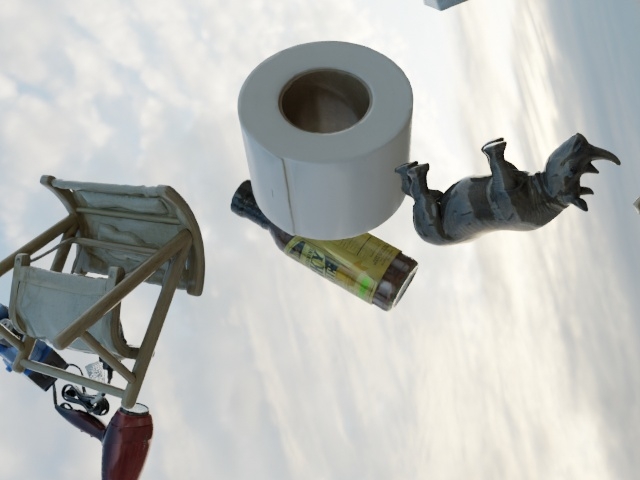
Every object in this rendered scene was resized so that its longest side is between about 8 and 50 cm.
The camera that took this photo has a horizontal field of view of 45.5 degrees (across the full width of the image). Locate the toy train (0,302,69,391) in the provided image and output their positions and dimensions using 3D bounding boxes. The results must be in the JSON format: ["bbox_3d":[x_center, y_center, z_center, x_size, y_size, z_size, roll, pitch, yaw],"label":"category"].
[{"bbox_3d":[-0.514,0.178,1.297,0.080,0.105,0.184,-53,-37,-25],"label":"toy train"}]

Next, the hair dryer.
[{"bbox_3d":[-0.368,0.327,1.322,0.080,0.223,0.294,5,-120,-44],"label":"hair dryer"}]

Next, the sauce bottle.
[{"bbox_3d":[0.000,0.000,1.336,0.111,0.344,0.111,-53,-18,-25],"label":"sauce bottle"}]

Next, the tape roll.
[{"bbox_3d":[0.011,-0.145,1.102,0.169,0.245,0.246,84,-170,-54],"label":"tape roll"}]

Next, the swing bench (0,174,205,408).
[{"bbox_3d":[-0.312,0.055,1.025,0.255,0.253,0.165,-61,-40,-28],"label":"swing bench"}]

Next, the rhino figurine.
[{"bbox_3d":[0.200,-0.056,0.827,0.073,0.243,0.106,-36,-70,-58],"label":"rhino figurine"}]

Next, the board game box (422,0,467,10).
[{"bbox_3d":[0.253,-0.452,0.961,0.097,0.303,0.224,-108,-2,-66],"label":"board game box"}]

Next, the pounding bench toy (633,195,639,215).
[{"bbox_3d":[0.322,-0.035,0.647,0.052,0.083,0.065,48,178,-26],"label":"pounding bench toy"}]
